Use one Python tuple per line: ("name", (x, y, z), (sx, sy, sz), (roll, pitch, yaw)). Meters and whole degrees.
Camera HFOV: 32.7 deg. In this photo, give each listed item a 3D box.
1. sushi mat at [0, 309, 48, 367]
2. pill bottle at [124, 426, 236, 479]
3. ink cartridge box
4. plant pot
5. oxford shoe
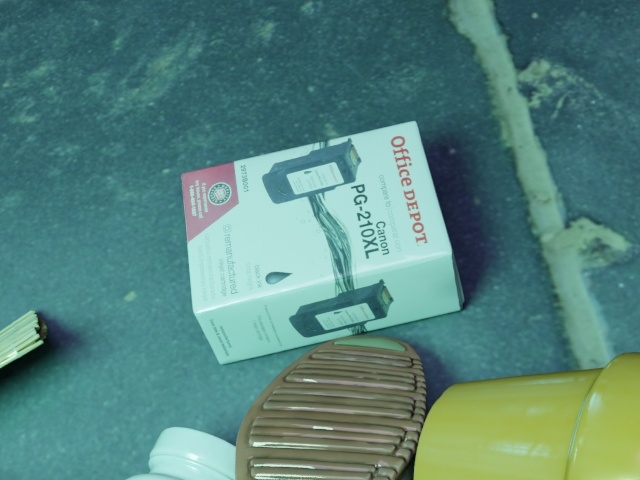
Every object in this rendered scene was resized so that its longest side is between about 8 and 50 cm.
("sushi mat", (-0.391, 0.159, 0.995), (0.317, 0.019, 0.151), (-33, 10, -12))
("pill bottle", (-0.127, 0.261, 0.845), (0.121, 0.121, 0.216), (10, 56, 20))
("ink cartridge box", (0.000, 0.000, 1.030), (0.237, 0.100, 0.171), (-13, 52, 3))
("plant pot", (0.181, 0.178, 0.806), (0.188, 0.205, 0.205), (3, 52, 34))
("oxford shoe", (0.001, 0.226, 0.843), (0.141, 0.146, 0.397), (4, 34, 17))
